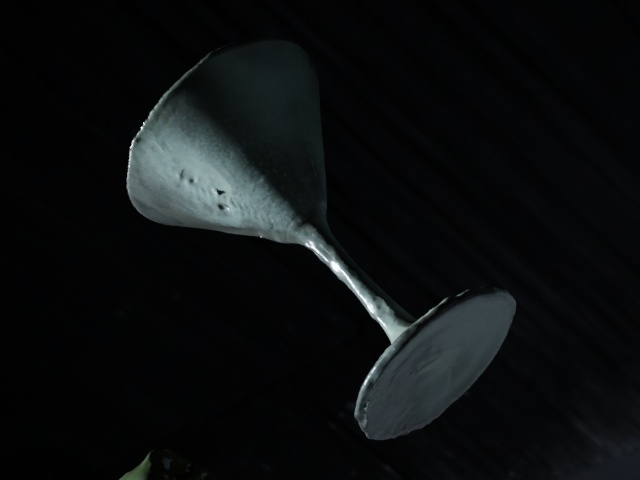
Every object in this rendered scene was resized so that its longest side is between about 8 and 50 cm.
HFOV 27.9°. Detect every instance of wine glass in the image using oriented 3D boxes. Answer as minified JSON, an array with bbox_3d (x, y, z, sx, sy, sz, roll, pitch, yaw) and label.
[{"bbox_3d":[0.000,0.000,1.377,0.267,0.267,0.406,-47,58,8],"label":"wine glass"}]

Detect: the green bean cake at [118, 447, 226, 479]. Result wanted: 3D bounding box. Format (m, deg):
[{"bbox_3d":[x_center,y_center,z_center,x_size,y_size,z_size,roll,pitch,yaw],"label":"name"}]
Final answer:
[{"bbox_3d":[-0.045,0.261,0.664,0.132,0.241,0.255,-38,24,13],"label":"green bean cake"}]
